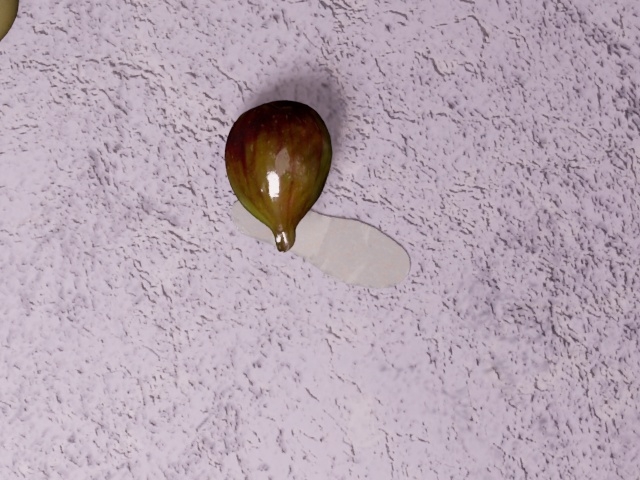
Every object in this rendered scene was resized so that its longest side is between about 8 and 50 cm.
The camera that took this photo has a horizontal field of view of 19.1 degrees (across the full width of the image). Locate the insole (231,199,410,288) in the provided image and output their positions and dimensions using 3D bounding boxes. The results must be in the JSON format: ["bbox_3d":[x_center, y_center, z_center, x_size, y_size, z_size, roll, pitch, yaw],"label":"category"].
[{"bbox_3d":[0.000,0.000,1.956,0.197,0.004,0.065,21,83,-10],"label":"insole"}]

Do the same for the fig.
[{"bbox_3d":[-0.037,-0.063,1.898,0.109,0.103,0.154,-12,75,0],"label":"fig"}]

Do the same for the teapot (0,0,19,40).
[{"bbox_3d":[-0.381,-0.250,1.782,0.173,0.269,0.182,17,126,24],"label":"teapot"}]
